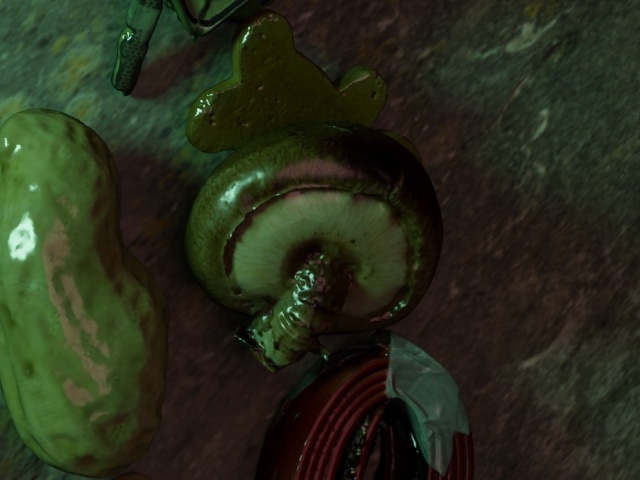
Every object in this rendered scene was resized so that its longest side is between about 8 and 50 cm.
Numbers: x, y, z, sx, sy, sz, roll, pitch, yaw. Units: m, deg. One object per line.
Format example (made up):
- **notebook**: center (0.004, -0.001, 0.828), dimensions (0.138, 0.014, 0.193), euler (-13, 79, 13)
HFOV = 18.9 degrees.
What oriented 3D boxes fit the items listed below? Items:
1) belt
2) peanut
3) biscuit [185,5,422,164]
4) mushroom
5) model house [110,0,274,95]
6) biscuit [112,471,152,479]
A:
- **belt**: center (0.052, 0.263, 2.149), dimensions (0.227, 0.115, 0.324), euler (21, 82, -26)
- **peanut**: center (-0.253, 0.054, 1.973), dimensions (0.192, 0.169, 0.387), euler (-14, 95, -31)
- **biscuit**: center (-0.009, -0.119, 2.138), dimensions (0.301, 0.049, 0.197), euler (30, 101, -31)
- **mushroom**: center (-0.007, -0.001, 2.078), dimensions (0.297, 0.163, 0.278), euler (23, 101, -29)
- **model house**: center (-0.114, -0.277, 2.071), dimensions (0.218, 0.205, 0.279), euler (8, 115, -24)
- **biscuit**: center (-0.205, 0.324, 2.073), dimensions (0.071, 0.018, 0.147), euler (2, 87, -28)
